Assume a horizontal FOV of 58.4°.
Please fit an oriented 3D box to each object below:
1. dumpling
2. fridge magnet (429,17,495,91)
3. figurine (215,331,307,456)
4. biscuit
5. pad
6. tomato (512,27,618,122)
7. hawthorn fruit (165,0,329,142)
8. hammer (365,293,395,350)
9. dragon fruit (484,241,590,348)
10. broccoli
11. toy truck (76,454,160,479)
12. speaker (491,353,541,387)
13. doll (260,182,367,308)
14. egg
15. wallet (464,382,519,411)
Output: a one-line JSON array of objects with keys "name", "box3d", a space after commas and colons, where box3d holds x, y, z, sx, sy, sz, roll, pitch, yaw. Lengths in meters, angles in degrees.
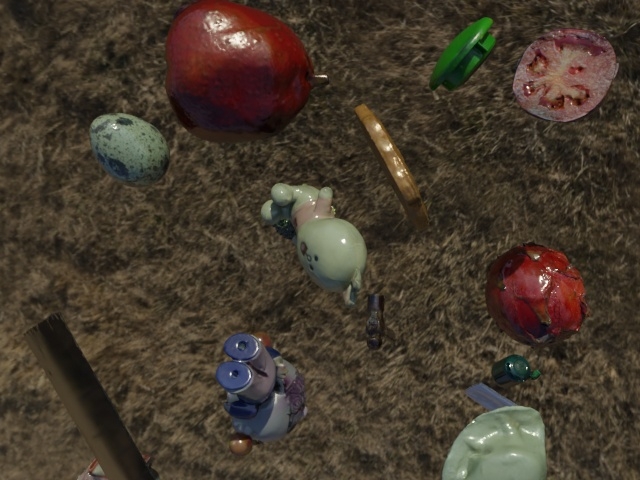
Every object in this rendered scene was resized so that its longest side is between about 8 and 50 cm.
[{"name": "dumpling", "box3d": [0.292, 0.371, 0.920, 0.108, 0.153, 0.219, 10, 82, 62]}, {"name": "fridge magnet", "box3d": [0.341, -0.441, 1.379, 0.088, 0.208, 0.208, 40, 122, -4]}, {"name": "figurine", "box3d": [-0.093, 0.227, 0.921, 0.133, 0.193, 0.274, 4, 129, 7]}, {"name": "biscuit", "box3d": [0.216, -0.218, 1.680, 0.062, 0.365, 0.385, -29, 61, 7]}, {"name": "pad", "box3d": [-0.245, 0.195, 0.621, 0.164, 0.004, 0.243, -23, 97, 49]}, {"name": "tomato", "box3d": [0.557, -0.365, 1.307, 0.225, 0.085, 0.224, -3, 83, 28]}, {"name": "hawthorn fruit", "box3d": [-0.137, -0.313, 1.088, 0.308, 0.265, 0.265, 2, 111, -1]}, {"name": "hammer", "box3d": [0.081, 0.111, 0.720, 0.021, 0.178, 0.065, -1, 76, 15]}, {"name": "dragon fruit", "box3d": [0.639, 0.166, 1.699, 0.295, 0.296, 0.301, -44, 50, 32]}, {"name": "broccoli", "box3d": [-0.057, -0.077, 1.743, 0.198, 0.176, 0.226, 0, 149, 11]}, {"name": "toy truck", "box3d": [-0.367, 0.502, 0.996, 0.135, 0.114, 0.270, 11, 102, 5]}, {"name": "speaker", "box3d": [0.415, 0.283, 1.206, 0.095, 0.060, 0.075, 25, 149, -4]}, {"name": "doll", "box3d": [0.008, -0.005, 1.042, 0.275, 0.113, 0.154, 49, 136, 26]}, {"name": "egg", "box3d": [-0.376, -0.180, 1.130, 0.132, 0.132, 0.172, -13, 143, 31]}, {"name": "wallet", "box3d": [0.587, 0.545, 1.940, 0.183, 0.032, 0.124, 33, 149, 5]}]
